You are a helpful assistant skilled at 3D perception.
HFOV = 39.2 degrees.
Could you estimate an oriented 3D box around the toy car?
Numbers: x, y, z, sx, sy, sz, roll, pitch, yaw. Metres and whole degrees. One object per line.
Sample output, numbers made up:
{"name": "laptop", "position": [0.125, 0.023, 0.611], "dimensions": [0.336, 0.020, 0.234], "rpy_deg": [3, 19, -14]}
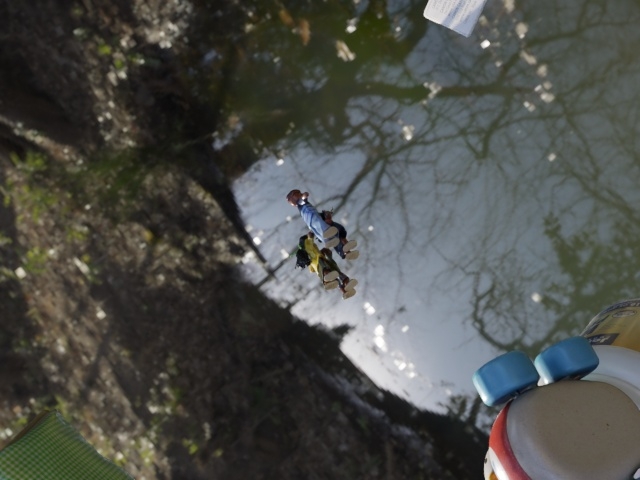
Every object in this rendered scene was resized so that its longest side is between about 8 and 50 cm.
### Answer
{"name": "toy car", "position": [0.256, 0.274, 1.089], "dimensions": [0.238, 0.210, 0.219], "rpy_deg": [-53, 54, 44]}

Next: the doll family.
{"name": "doll family", "position": [0.000, 0.000, 1.314], "dimensions": [0.111, 0.076, 0.193], "rpy_deg": [55, 152, 40]}

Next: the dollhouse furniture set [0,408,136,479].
{"name": "dollhouse furniture set", "position": [-0.237, 0.268, 0.937], "dimensions": [0.197, 0.151, 0.301], "rpy_deg": [49, -166, -6]}

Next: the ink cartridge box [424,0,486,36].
{"name": "ink cartridge box", "position": [0.226, -0.412, 0.985], "dimensions": [0.066, 0.261, 0.296], "rpy_deg": [27, 142, 3]}

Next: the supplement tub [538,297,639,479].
{"name": "supplement tub", "position": [0.435, 0.230, 1.272], "dimensions": [0.228, 0.316, 0.228], "rpy_deg": [12, 112, 31]}
